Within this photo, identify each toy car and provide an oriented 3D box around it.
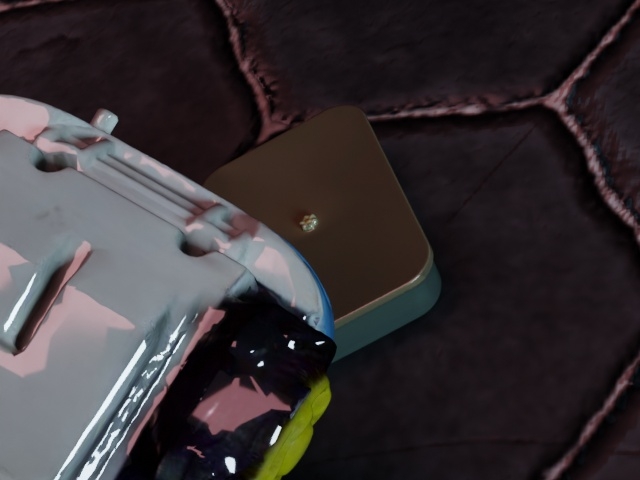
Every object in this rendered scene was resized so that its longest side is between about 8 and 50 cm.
[{"bbox_3d":[-0.129,0.103,0.631,0.198,0.166,0.314,28,82,10],"label":"toy car"}]

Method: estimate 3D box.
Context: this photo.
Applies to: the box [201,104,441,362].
[{"bbox_3d":[0.000,0.000,0.821,0.091,0.031,0.126,-29,45,4],"label":"box"}]
